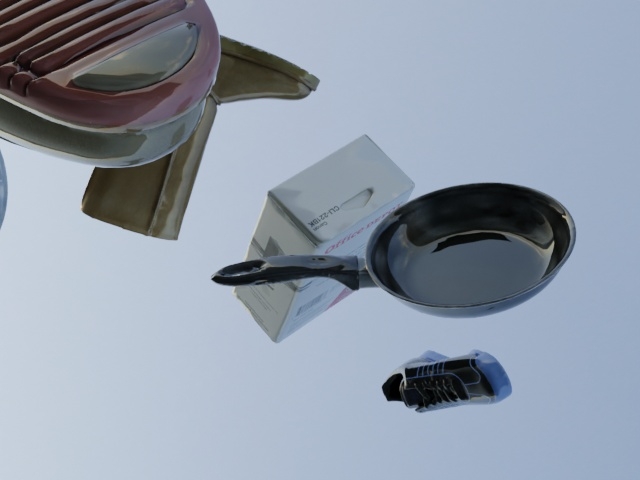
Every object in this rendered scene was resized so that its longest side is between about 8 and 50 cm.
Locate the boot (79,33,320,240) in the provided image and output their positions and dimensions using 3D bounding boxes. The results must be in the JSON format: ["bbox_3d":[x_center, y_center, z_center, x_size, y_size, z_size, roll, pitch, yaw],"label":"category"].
[{"bbox_3d":[-0.153,-0.128,1.583,0.089,0.236,0.269,-135,-115,-74],"label":"boot"}]

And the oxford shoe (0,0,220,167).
[{"bbox_3d":[-0.162,-0.092,0.585,0.348,0.123,0.130,31,-42,41],"label":"oxford shoe"}]

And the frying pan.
[{"bbox_3d":[0.082,0.034,1.145,0.197,0.326,0.053,-130,-159,-54],"label":"frying pan"}]

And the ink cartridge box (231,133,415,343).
[{"bbox_3d":[0.000,0.000,1.795,0.114,0.197,0.273,47,-33,16],"label":"ink cartridge box"}]

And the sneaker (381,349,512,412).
[{"bbox_3d":[0.170,0.202,1.704,0.081,0.090,0.232,64,-24,-7],"label":"sneaker"}]

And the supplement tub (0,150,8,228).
[{"bbox_3d":[-0.282,-0.028,0.696,0.117,0.190,0.117,4,-82,34],"label":"supplement tub"}]
